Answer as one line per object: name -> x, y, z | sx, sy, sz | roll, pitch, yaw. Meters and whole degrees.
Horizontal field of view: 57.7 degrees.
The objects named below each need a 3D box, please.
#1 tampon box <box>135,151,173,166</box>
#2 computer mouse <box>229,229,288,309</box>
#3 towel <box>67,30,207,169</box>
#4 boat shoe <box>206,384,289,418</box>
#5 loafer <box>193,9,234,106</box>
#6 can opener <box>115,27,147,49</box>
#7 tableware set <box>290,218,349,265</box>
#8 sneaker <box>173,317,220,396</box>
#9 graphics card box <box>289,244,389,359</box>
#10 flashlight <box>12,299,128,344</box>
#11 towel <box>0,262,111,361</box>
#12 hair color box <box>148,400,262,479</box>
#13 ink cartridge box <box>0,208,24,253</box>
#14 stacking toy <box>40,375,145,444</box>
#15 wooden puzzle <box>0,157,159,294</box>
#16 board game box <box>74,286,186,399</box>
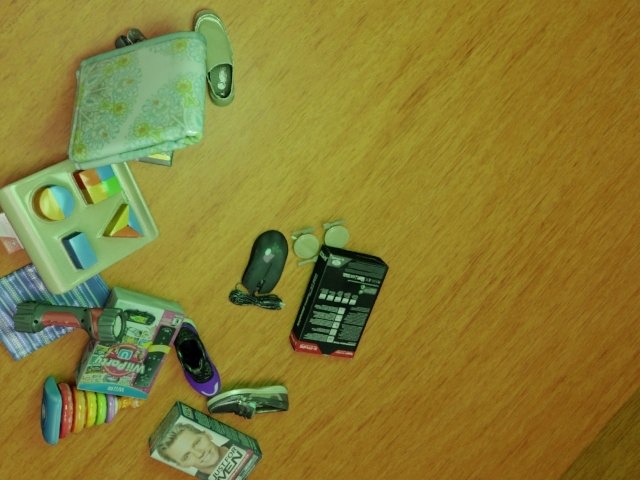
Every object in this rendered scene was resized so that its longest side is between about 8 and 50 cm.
tampon box -> -0.474, -0.273, 1.617 | 0.120, 0.161, 0.102 | 7, 103, -21
computer mouse -> -0.174, 0.102, 1.890 | 0.188, 0.072, 0.272 | 13, 101, -22
towel -> -0.463, -0.354, 1.479 | 0.374, 0.090, 0.321 | -10, 67, 15
boat shoe -> -0.241, 0.558, 1.975 | 0.285, 0.092, 0.103 | -2, 144, -23
loafer -> -0.290, -0.515, 1.651 | 0.101, 0.092, 0.269 | -18, 111, -15
can opener -> -0.451, -0.462, 1.633 | 0.095, 0.076, 0.283 | -26, 118, 24
tableware set -> 0.000, 0.000, 1.942 | 0.194, 0.039, 0.128 | -15, 118, -13
sneaker -> -0.397, 0.401, 1.855 | 0.102, 0.146, 0.294 | -25, 112, -12
graphics card box -> 0.060, 0.214, 1.981 | 0.232, 0.094, 0.371 | 12, 109, -23
flashlight -> -0.697, 0.230, 1.616 | 0.303, 0.103, 0.103 | 2, 99, 5
towel -> -0.800, 0.180, 1.699 | 0.335, 0.040, 0.243 | -29, 113, -10
hair color box -> -0.387, 0.705, 1.973 | 0.347, 0.105, 0.174 | 36, 91, -25
ink cartridge box -> -0.791, -0.058, 1.616 | 0.198, 0.067, 0.115 | -23, 113, -12
stacking toy -> -0.692, 0.510, 1.794 | 0.301, 0.175, 0.166 | 2, 102, -35
wooden puzzle -> -0.644, -0.064, 1.603 | 0.347, 0.080, 0.322 | -35, 117, -33
board game box -> -0.578, 0.315, 1.767 | 0.224, 0.097, 0.304 | 21, 100, -35
